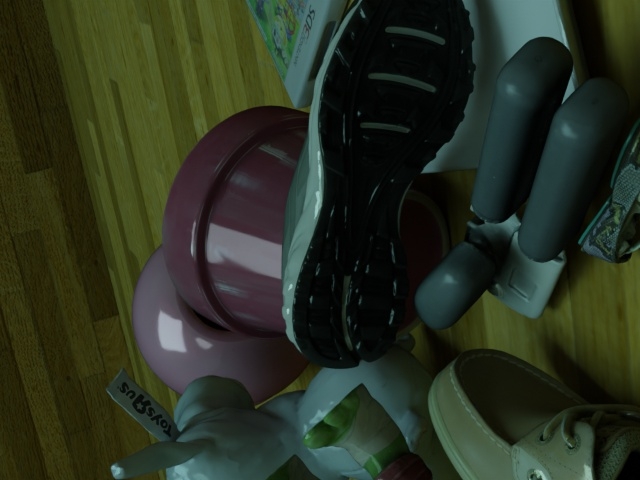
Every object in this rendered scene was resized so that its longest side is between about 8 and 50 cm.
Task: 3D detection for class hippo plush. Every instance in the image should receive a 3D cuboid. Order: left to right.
[{"bbox_3d":[-0.008,0.165,1.019,0.294,0.237,0.234,57,-173,-31],"label":"hippo plush"}]

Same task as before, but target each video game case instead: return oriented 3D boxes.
[{"bbox_3d":[-0.039,-0.259,1.071,0.193,0.023,0.212,114,136,-62],"label":"video game case"}]

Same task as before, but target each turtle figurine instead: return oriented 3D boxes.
[{"bbox_3d":[0.062,0.249,0.777,0.266,0.275,0.198,43,152,9],"label":"turtle figurine"}]

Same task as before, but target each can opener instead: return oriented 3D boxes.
[{"bbox_3d":[0.117,-0.011,0.697,0.074,0.093,0.280,39,158,16],"label":"can opener"}]

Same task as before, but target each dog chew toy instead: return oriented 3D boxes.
[{"bbox_3d":[-0.107,0.104,1.319,0.332,0.207,0.206,106,143,-70],"label":"dog chew toy"}]

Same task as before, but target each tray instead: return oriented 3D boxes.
[{"bbox_3d":[0.103,-0.122,0.781,0.270,0.030,0.145,-178,71,-70],"label":"tray"}]

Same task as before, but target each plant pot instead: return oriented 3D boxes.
[{"bbox_3d":[0.000,0.000,0.958,0.180,0.201,0.201,21,127,46],"label":"plant pot"}]

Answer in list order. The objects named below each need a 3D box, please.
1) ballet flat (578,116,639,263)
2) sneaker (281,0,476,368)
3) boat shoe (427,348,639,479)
[{"bbox_3d":[0.180,-0.025,0.651,0.114,0.041,0.041,99,148,-53],"label":"ballet flat"},{"bbox_3d":[0.023,-0.055,0.777,0.108,0.100,0.271,-128,51,-65],"label":"sneaker"},{"bbox_3d":[0.178,0.144,0.696,0.302,0.109,0.098,44,141,45],"label":"boat shoe"}]
